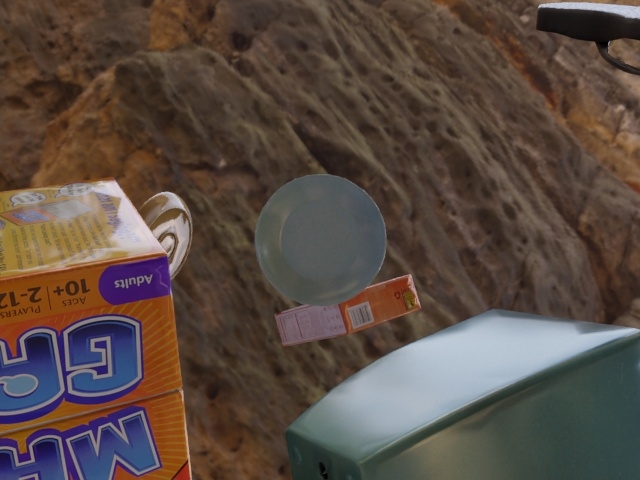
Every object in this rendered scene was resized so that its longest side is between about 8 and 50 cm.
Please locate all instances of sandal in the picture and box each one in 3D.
[{"bbox_3d":[0.302,-0.190,0.747,0.254,0.097,0.055,-131,-143,-64],"label":"sandal"}]

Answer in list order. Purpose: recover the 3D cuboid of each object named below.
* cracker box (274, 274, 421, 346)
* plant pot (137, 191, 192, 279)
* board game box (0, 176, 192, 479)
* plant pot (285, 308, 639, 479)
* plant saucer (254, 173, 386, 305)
[{"bbox_3d":[0.042,0.124,1.368,0.232,0.155,0.067,-21,-95,59],"label":"cracker box"},{"bbox_3d":[-0.349,0.011,1.724,0.032,0.236,0.236,19,-47,22],"label":"plant pot"},{"bbox_3d":[-0.394,0.151,1.028,0.356,0.356,0.357,-142,-135,-60],"label":"board game box"},{"bbox_3d":[0.105,0.162,0.581,0.165,0.234,0.166,2,-78,60],"label":"plant pot"},{"bbox_3d":[0.000,0.000,1.172,0.195,0.195,0.037,46,-2,1],"label":"plant saucer"}]
